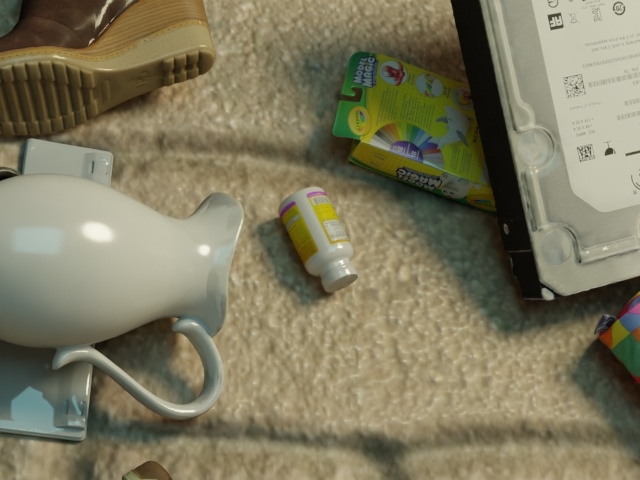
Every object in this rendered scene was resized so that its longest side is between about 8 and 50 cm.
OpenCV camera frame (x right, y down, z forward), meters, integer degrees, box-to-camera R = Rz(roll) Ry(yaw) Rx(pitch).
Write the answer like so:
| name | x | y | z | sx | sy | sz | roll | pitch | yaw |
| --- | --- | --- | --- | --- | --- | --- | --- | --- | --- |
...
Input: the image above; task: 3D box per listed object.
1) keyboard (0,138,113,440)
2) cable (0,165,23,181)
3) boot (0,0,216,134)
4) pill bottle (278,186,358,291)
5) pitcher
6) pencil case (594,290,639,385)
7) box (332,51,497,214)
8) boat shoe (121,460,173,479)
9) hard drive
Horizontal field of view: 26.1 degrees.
| name | x | y | z | sx | sy | sz | roll | pitch | yaw |
| --- | --- | --- | --- | --- | --- | --- | --- | --- | --- |
| keyboard | -0.207 | 0.032 | 1.074 | 0.072 | 0.014 | 0.256 | 6 | 59 | -10 |
| cable | -0.297 | 0.039 | 1.030 | 0.139 | 0.072 | 0.287 | 14 | 69 | -31 |
| boot | -0.228 | -0.197 | 1.171 | 0.248 | 0.090 | 0.207 | -15 | 55 | -24 |
| pill bottle | 0.000 | 0.000 | 1.142 | 0.043 | 0.043 | 0.083 | -16 | 68 | -26 |
| pitcher | -0.161 | 0.043 | 1.011 | 0.207 | 0.125 | 0.178 | 5 | 75 | -35 |
| pencil case | 0.335 | 0.130 | 1.150 | 0.104 | 0.104 | 0.236 | -33 | 77 | -31 |
| box | 0.099 | -0.097 | 1.234 | 0.179 | 0.043 | 0.105 | 20 | 57 | -10 |
| boat shoe | -0.087 | 0.280 | 0.935 | 0.095 | 0.095 | 0.257 | -30 | 68 | -16 |
| hard drive | 0.248 | -0.136 | 1.198 | 0.236 | 0.064 | 0.339 | -13 | 93 | -18 |
